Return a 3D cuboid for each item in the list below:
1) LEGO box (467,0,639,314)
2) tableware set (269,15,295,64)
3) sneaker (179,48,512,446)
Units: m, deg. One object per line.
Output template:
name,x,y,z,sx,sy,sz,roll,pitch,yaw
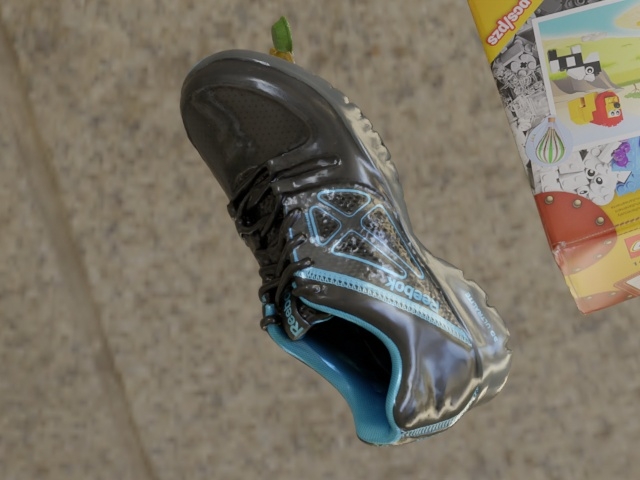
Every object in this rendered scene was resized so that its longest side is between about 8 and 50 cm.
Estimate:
LEGO box,0.408,-0.201,1.728,0.500,0.372,0.193,-20,156,8
tableware set,-0.018,-0.125,1.710,0.024,0.154,0.104,-12,151,-12
sneaker,0.000,0.000,1.392,0.341,0.140,0.125,50,134,9
